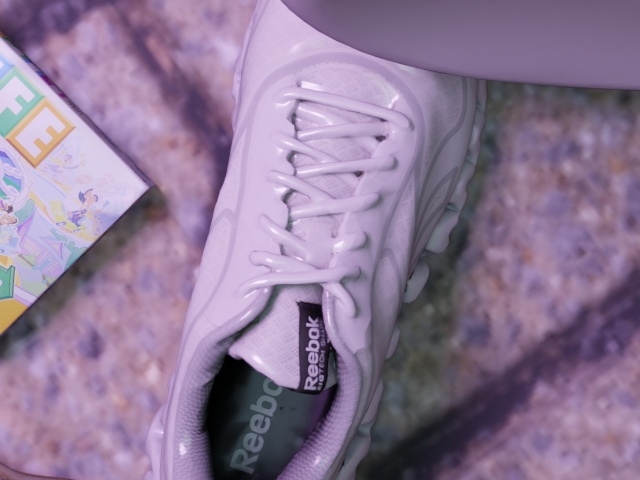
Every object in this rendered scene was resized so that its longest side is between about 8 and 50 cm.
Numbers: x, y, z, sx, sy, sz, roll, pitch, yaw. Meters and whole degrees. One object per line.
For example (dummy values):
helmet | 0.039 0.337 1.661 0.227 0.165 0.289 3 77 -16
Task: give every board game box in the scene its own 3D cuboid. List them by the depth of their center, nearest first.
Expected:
board game box | -0.160 -0.041 0.754 0.154 0.026 0.103 45 94 -2

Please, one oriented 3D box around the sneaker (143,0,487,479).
sneaker | 0.000 0.000 0.710 0.110 0.118 0.292 13 94 2

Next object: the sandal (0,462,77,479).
sandal | -0.142 0.121 0.756 0.180 0.049 0.072 30 95 -2

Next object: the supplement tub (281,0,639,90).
supplement tub | 0.105 -0.234 0.609 0.241 0.241 0.331 4 82 1
